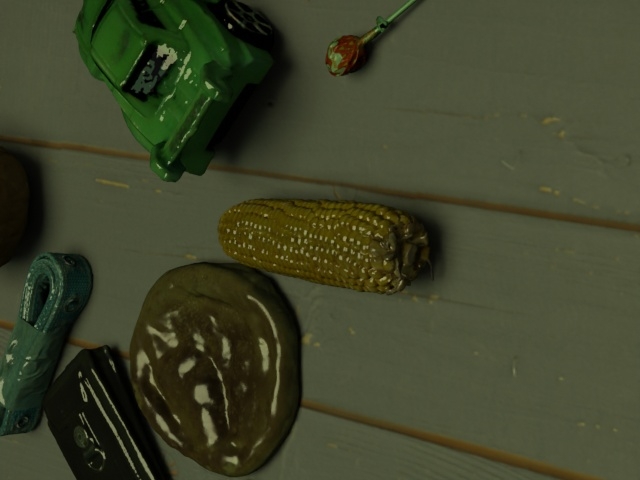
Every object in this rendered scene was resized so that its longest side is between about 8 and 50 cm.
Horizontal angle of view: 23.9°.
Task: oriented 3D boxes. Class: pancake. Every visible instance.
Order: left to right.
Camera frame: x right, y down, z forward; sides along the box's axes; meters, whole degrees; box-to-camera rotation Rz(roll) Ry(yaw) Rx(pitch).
[{"bbox_3d":[-0.143,0.157,1.959,0.294,0.049,0.294,-1,89,39],"label":"pancake"}]

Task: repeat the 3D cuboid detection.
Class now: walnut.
[{"bbox_3d":[-0.532,-0.051,2.176,0.228,0.228,0.228,1,91,40],"label":"walnut"}]

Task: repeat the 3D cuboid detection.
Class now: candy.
[{"bbox_3d":[0.075,-0.255,1.776,0.185,0.049,0.055,-38,23,28],"label":"candy"}]

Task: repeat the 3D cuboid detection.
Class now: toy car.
[{"bbox_3d":[-0.198,-0.235,1.919,0.358,0.176,0.213,51,120,28],"label":"toy car"}]

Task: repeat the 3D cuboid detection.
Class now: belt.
[{"bbox_3d":[-0.415,0.152,2.178,0.087,0.072,0.302,37,111,30],"label":"belt"}]

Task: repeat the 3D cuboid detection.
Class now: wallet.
[{"bbox_3d":[-0.302,0.284,2.100,0.168,0.052,0.245,-42,67,36],"label":"wallet"}]

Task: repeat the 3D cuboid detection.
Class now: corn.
[{"bbox_3d":[0.000,0.000,1.806,0.305,0.106,0.106,8,95,45],"label":"corn"}]
